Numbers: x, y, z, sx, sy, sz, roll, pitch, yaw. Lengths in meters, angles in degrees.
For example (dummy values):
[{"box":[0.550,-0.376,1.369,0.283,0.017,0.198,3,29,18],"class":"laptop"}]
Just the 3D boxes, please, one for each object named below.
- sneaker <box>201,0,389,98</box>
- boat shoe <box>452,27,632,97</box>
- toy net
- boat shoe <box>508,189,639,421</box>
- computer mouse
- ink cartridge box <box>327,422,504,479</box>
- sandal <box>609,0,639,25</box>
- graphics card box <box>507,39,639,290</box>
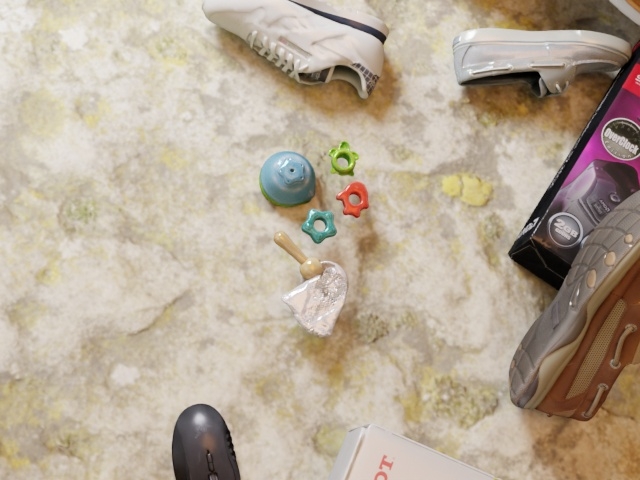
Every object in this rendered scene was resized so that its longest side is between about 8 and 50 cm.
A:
[{"box":[-0.034,-0.247,1.199,0.235,0.090,0.094,14,83,-5],"class":"sneaker"},{"box":[0.281,-0.220,1.250,0.228,0.079,0.081,2,83,0],"class":"boat shoe"},{"box":[0.000,0.000,1.160,0.122,0.045,0.232,-5,78,-13],"class":"toy net"},{"box":[0.328,0.076,1.082,0.116,0.324,0.123,25,35,-2],"class":"boat shoe"},{"box":[-0.110,0.296,1.063,0.071,0.041,0.242,-14,79,-14],"class":"computer mouse"},{"box":[0.135,0.357,1.043,0.306,0.131,0.226,25,73,-1],"class":"ink cartridge box"},{"box":[0.461,-0.273,1.201,0.265,0.076,0.102,37,66,2],"class":"sandal"},{"box":[0.425,-0.071,1.226,0.233,0.094,0.371,35,73,1],"class":"graphics card box"}]
